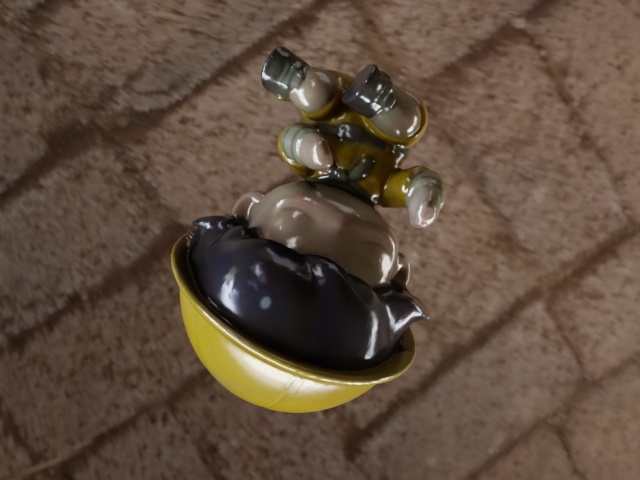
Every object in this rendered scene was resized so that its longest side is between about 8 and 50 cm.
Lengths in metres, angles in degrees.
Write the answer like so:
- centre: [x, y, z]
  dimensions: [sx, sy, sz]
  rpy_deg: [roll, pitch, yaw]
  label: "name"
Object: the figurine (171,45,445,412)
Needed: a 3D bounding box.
- centre: [0.000, 0.001, 1.050]
  dimensions: [0.192, 0.167, 0.256]
  rpy_deg: [23, 84, 8]
  label: "figurine"
